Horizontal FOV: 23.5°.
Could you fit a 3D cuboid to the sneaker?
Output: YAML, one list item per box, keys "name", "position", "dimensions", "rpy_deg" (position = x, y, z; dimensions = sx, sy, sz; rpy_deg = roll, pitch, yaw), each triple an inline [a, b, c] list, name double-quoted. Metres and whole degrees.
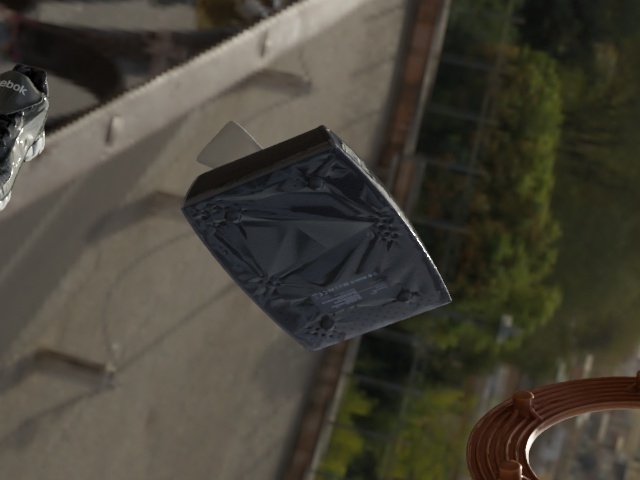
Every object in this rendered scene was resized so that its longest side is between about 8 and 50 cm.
- name: "sneaker"
  position: [-0.302, -0.102, 1.422]
  dimensions: [0.234, 0.078, 0.106]
  rpy_deg: [-75, -177, -64]

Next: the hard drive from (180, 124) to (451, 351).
- name: "hard drive"
  position: [0.000, 0.000, 1.420]
  dimensions: [0.254, 0.172, 0.054]
  rpy_deg: [50, 25, -45]

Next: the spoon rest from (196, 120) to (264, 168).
- name: "spoon rest"
  position: [-0.013, -0.008, 1.589]
  dimensions: [0.137, 0.084, 0.276]
  rpy_deg: [-49, 124, -8]

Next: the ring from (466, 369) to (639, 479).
- name: "ring"
  position: [0.305, 0.199, 1.448]
  dimensions: [0.336, 0.337, 0.032]
  rpy_deg: [-48, 139, -61]
